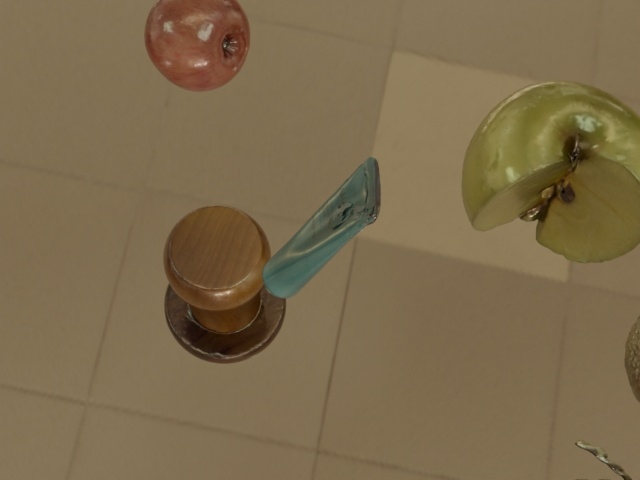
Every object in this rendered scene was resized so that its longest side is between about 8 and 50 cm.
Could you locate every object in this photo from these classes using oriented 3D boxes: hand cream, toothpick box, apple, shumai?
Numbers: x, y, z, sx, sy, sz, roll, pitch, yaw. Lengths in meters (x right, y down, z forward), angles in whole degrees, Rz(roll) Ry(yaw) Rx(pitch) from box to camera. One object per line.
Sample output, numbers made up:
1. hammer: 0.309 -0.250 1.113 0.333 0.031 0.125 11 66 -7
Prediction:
1. hand cream: 0.000 0.000 1.290 0.048 0.224 0.083 19 50 -23
2. toothpick box: -0.147 0.068 1.802 0.192 0.294 0.192 0 68 -1
3. apple: -0.166 -0.284 1.686 0.120 0.153 0.153 16 65 35
4. shumai: 0.436 0.143 1.434 0.116 0.145 0.145 17 68 -20
5. apple: 0.363 -0.114 1.834 0.295 0.258 0.233 10 69 -2

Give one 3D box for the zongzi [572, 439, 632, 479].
1. zongzi: 0.515 0.375 1.283 0.218 0.467 0.500 -30 80 -15
